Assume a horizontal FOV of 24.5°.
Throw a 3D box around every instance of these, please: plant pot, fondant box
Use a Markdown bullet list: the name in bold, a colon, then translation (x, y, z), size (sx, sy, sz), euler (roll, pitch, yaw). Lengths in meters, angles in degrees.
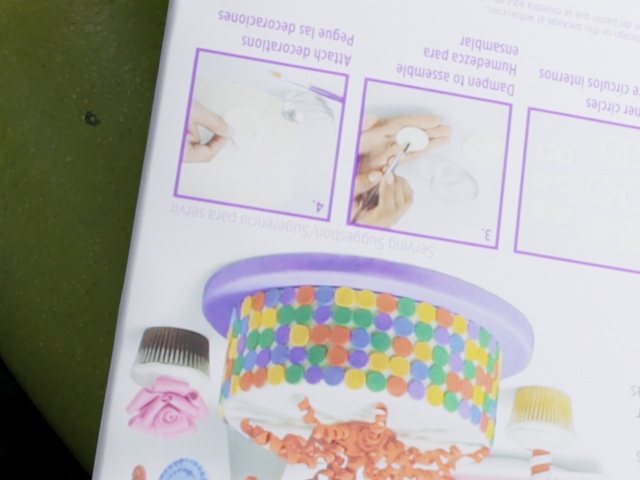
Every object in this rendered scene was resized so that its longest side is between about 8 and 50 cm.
- **plant pot**: translation (-0.058, -0.021, 0.670), size (0.275, 0.275, 0.293), euler (12, 48, -52)
- **fondant box**: translation (0.049, 0.031, 0.517), size (0.238, 0.330, 0.096), euler (10, -14, -8)
